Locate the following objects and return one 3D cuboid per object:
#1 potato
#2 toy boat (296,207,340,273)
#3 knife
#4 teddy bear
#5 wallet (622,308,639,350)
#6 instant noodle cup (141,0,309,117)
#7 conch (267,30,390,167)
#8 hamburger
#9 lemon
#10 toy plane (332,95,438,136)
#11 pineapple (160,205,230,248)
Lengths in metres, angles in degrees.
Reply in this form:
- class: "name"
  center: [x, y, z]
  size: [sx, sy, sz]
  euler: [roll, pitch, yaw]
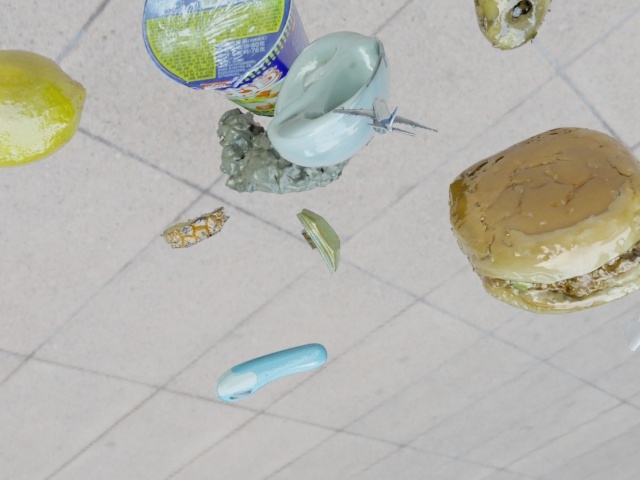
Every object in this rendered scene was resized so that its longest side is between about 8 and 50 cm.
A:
- class: "potato"
  center: [0.344, -0.490, 1.256]
  size: [0.140, 0.300, 0.173]
  euler: [2, 172, 20]
- class: "toy boat"
  center: [0.000, 0.000, 1.664]
  size: [0.066, 0.065, 0.172]
  euler: [-22, 108, 37]
- class: "knife"
  center: [-0.085, 0.229, 1.239]
  size: [0.222, 0.031, 0.064]
  euler: [-14, 103, -28]
- class: "teddy bear"
  center: [-0.058, -0.204, 1.508]
  size: [0.358, 0.367, 0.224]
  euler: [-14, 103, 5]
- class: "wallet"
  center: [0.468, 0.117, 1.012]
  size: [0.011, 0.044, 0.083]
  euler: [16, 124, -8]
- class: "instant noodle cup"
  center: [-0.140, -0.370, 1.332]
  size: [0.284, 0.284, 0.312]
  euler: [-27, 166, 10]
- class: "conch"
  center: [0.019, -0.166, 0.837]
  size: [0.121, 0.221, 0.185]
  euler: [30, 134, -15]
- class: "hamburger"
  center: [0.238, -0.022, 0.714]
  size: [0.214, 0.213, 0.108]
  euler: [-24, 126, 6]
- class: "lemon"
  center: [-0.611, -0.258, 1.379]
  size: [0.263, 0.236, 0.236]
  euler: [-33, 140, 16]
- class: "toy plane"
  center: [0.046, -0.090, 0.510]
  size: [0.078, 0.084, 0.024]
  euler: [10, 106, -8]
- class: "pineapple"
  center: [-0.363, -0.031, 2.052]
  size: [0.225, 0.225, 0.076]
  euler: [-24, 99, 6]
